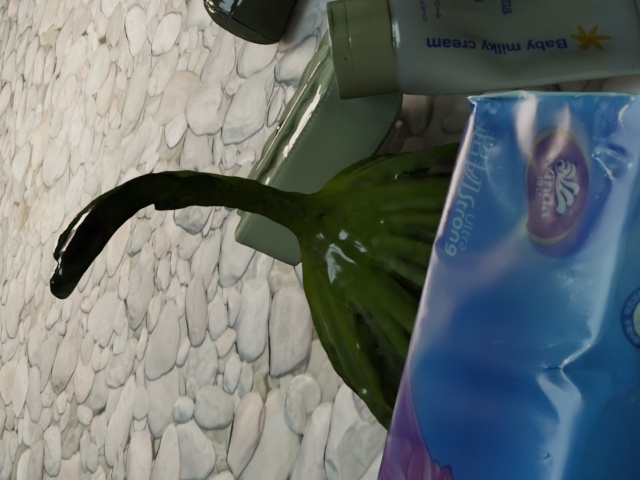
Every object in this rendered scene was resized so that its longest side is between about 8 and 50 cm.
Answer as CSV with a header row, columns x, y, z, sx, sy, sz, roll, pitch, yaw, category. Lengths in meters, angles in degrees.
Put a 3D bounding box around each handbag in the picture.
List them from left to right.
x,y,z,sx,sy,sz,roll,pitch,yaw,category
0.005,-0.120,0.833,0.256,0.079,0.219,124,164,-46,handbag

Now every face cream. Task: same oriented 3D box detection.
x,y,z,sx,sy,sz,roll,pitch,yaw,category
0.119,-0.151,0.645,0.224,0.070,0.114,-8,65,6,face cream

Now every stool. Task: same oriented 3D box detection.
x,y,z,sx,sy,sz,roll,pitch,yaw,category
-0.070,-0.277,1.018,0.110,0.096,0.096,-60,38,14,stool

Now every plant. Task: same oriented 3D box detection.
x,y,z,sx,sy,sz,roll,pitch,yaw,category
0.021,-0.017,0.618,0.180,0.333,0.251,-26,44,30,plant

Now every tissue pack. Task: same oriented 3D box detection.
x,y,z,sx,sy,sz,roll,pitch,yaw,category
0.156,0.073,0.489,0.146,0.198,0.264,10,87,57,tissue pack
